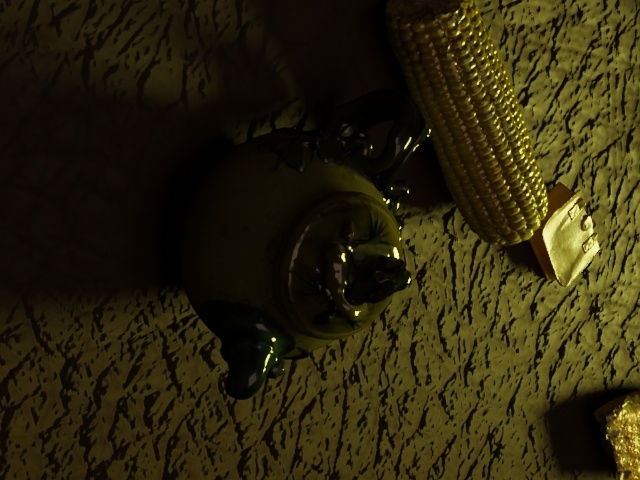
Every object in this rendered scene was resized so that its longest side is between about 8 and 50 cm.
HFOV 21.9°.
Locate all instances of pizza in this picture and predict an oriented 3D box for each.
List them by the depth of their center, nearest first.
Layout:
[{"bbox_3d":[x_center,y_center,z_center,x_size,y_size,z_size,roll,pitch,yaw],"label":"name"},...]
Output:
[{"bbox_3d":[0.323,0.195,1.658,0.160,0.036,0.099,4,103,-38],"label":"pizza"}]

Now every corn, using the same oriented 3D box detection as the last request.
[{"bbox_3d":[0.124,-0.102,1.364,0.081,0.081,0.248,-39,126,-20],"label":"corn"}]

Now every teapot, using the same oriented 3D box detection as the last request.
[{"bbox_3d":[0.000,0.000,1.238,0.269,0.182,0.173,-53,129,-11],"label":"teapot"}]

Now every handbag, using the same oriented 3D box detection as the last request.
[{"bbox_3d":[0.221,-0.004,1.512,0.061,0.027,0.083,-44,131,-18],"label":"handbag"}]
